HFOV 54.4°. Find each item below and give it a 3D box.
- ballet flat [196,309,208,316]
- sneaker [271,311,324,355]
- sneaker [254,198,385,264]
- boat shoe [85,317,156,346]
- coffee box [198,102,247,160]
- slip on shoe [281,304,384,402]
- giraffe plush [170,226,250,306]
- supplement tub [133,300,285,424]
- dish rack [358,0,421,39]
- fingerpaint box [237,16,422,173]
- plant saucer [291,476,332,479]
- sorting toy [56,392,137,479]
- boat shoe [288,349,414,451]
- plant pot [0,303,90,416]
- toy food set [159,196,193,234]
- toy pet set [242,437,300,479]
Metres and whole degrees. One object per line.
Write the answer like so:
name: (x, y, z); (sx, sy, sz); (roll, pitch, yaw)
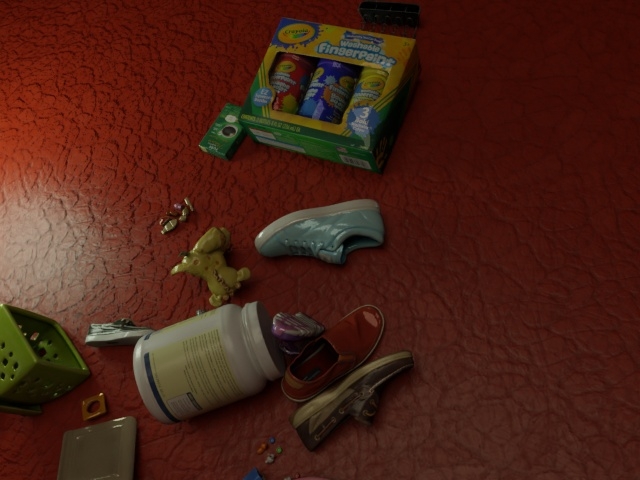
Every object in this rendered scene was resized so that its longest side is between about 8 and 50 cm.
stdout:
ballet flat: (-0.321, 0.243, 1.713); (0.041, 0.041, 0.115); (-10, 63, 9)
sneaker: (-0.067, 0.243, 1.555); (0.095, 0.236, 0.105); (32, 93, 18)
sneaker: (0.000, 0.000, 1.698); (0.365, 0.135, 0.150); (-17, 58, 6)
boat shoe: (-0.558, 0.253, 1.743); (0.219, 0.078, 0.070); (-5, 64, 13)
coffee box: (-0.296, -0.350, 1.997); (0.113, 0.040, 0.184); (21, 70, 23)
slip on shoe: (0.039, 0.269, 1.547); (0.331, 0.101, 0.123); (-35, 61, -26)
giraffe plush: (-0.286, 0.080, 1.722); (0.170, 0.210, 0.181); (43, 112, 4)
supplement tub: (-0.272, 0.299, 1.559); (0.324, 0.235, 0.236); (-20, 61, 3)
dish rack: (0.197, -0.640, 2.000); (0.208, 0.074, 0.272); (11, 69, 20)
fingerpaint box: (0.030, -0.442, 1.867); (0.444, 0.163, 0.371); (18, 77, 21)
plant saucer: (-0.016, 0.705, 1.382); (0.331, 0.084, 0.333); (-5, 63, 11)
sorting toy: (-0.569, 0.559, 1.603); (0.195, 0.047, 0.348); (-12, 49, 3)
boat shoe: (0.092, 0.389, 1.498); (0.341, 0.123, 0.123); (-32, 69, 1)
plant pot: (-0.810, 0.339, 1.687); (0.207, 0.227, 0.228); (-45, 63, -2)
toy food set: (-0.444, -0.076, 1.913); (0.122, 0.019, 0.078); (-35, 61, 4)
toy pet set: (-0.131, 0.552, 1.496); (0.114, 0.065, 0.122); (-40, 61, -8)
